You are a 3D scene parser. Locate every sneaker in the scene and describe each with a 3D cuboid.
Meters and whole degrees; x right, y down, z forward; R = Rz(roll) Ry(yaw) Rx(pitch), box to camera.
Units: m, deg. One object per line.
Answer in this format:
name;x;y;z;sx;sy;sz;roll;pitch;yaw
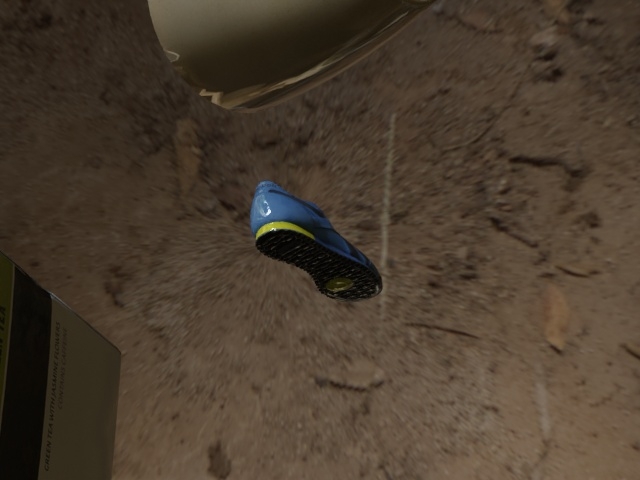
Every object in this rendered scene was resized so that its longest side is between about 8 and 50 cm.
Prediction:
sneaker;0.000;0.000;1.475;0.069;0.209;0.082;-27;51;26

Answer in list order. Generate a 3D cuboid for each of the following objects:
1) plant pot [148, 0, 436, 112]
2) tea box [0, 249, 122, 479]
plant pot;-0.004;-0.287;1.460;0.256;0.274;0.256;8;79;-44
tea box;-0.273;0.144;0.622;0.220;0.323;0.329;-14;53;19
